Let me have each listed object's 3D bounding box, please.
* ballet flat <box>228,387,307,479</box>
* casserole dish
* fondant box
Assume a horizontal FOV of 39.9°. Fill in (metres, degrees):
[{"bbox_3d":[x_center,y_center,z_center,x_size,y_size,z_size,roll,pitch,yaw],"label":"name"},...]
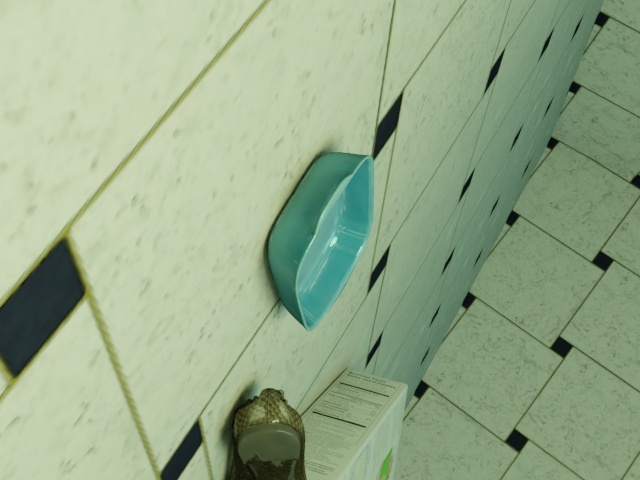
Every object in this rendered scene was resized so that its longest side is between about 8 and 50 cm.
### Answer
[{"bbox_3d":[-0.052,0.208,0.823,0.250,0.084,0.058,94,-9,-52],"label":"ballet flat"},{"bbox_3d":[0.000,0.000,0.676,0.114,0.037,0.188,-59,167,-18],"label":"casserole dish"},{"bbox_3d":[0.008,0.330,1.085,0.330,0.096,0.238,-28,128,-65],"label":"fondant box"}]
